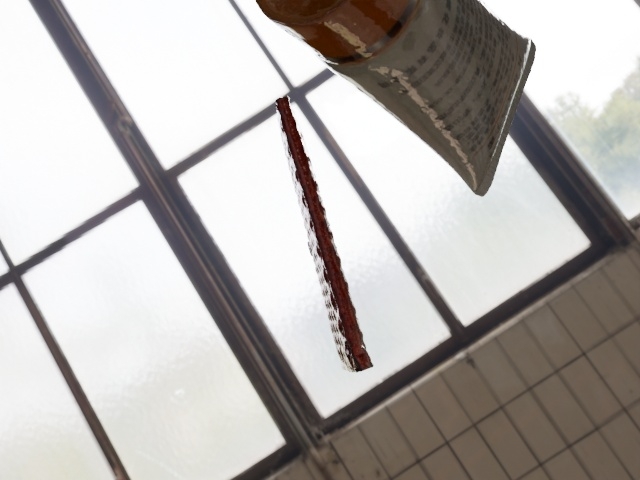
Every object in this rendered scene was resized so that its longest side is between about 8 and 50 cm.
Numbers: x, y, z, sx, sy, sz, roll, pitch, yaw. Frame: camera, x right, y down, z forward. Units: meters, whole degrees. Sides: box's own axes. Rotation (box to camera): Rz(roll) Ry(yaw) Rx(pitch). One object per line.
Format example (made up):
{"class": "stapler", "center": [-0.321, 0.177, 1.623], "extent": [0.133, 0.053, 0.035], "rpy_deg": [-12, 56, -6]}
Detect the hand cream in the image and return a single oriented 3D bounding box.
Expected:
{"class": "hand cream", "center": [0.084, -0.134, 0.541], "extent": [0.314, 0.089, 0.139], "rpy_deg": [22, -92, -53]}

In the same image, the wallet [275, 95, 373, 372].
{"class": "wallet", "center": [0.000, 0.000, 0.567], "extent": [0.020, 0.196, 0.103], "rpy_deg": [-15, -5, -4]}
